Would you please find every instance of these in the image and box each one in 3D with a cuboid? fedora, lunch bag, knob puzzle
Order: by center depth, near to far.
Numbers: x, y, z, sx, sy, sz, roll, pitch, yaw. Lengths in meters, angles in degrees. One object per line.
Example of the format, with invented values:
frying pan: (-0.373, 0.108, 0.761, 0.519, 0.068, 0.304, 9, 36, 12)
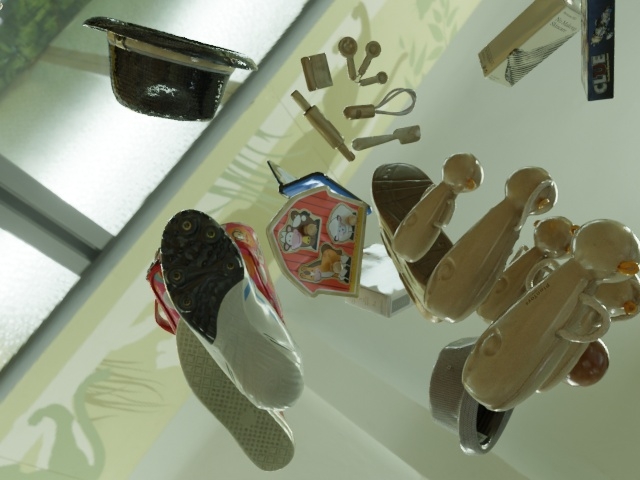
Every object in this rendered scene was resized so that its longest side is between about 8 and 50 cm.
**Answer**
knob puzzle: (0.000, 0.000, 0.911, 0.030, 0.213, 0.213, -5, -127, 55)
fedora: (-0.292, -0.316, 1.056, 0.334, 0.334, 0.152, 34, -64, 44)
fedora: (0.298, 0.276, 1.075, 0.124, 0.243, 0.275, 11, -129, 38)
lunch bag: (-0.224, 0.121, 1.145, 0.258, 0.293, 0.120, -17, -148, 2)

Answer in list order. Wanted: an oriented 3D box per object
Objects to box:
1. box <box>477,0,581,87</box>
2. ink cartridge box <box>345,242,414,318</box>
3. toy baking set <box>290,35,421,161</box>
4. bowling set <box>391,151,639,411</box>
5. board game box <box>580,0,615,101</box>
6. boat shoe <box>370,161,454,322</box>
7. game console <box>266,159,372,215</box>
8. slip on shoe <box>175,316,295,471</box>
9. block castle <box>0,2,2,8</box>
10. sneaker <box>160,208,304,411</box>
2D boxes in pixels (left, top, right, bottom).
box: (0.563, -0.540, 1.469, 0.275, 0.113, 0.094, -40, -132, 50)
ink cartridge box: (0.166, 0.095, 1.461, 0.261, 0.066, 0.296, 18, -156, 41)
toy baking set: (0.073, -0.244, 0.983, 0.197, 0.256, 0.030, -43, -160, -8)
bowling set: (0.201, 0.031, 0.491, 0.154, 0.200, 0.287, -57, -156, 20)
board game box: (0.472, -0.380, 0.940, 0.042, 0.243, 0.165, -2, -154, 23)
boat shoe: (0.159, -0.010, 0.985, 0.122, 0.110, 0.341, -5, -134, -4)
game console: (-0.003, -0.182, 1.837, 0.250, 0.293, 0.173, -19, -123, 36)
slip on shoe: (-0.152, 0.259, 0.985, 0.123, 0.331, 0.101, -31, -168, -2)
block castle: (-0.677, -0.507, 1.050, 0.453, 0.213, 0.303, -54, -160, -1)
sneaker: (-0.093, 0.074, 0.570, 0.085, 0.237, 0.086, -30, -161, -9)
